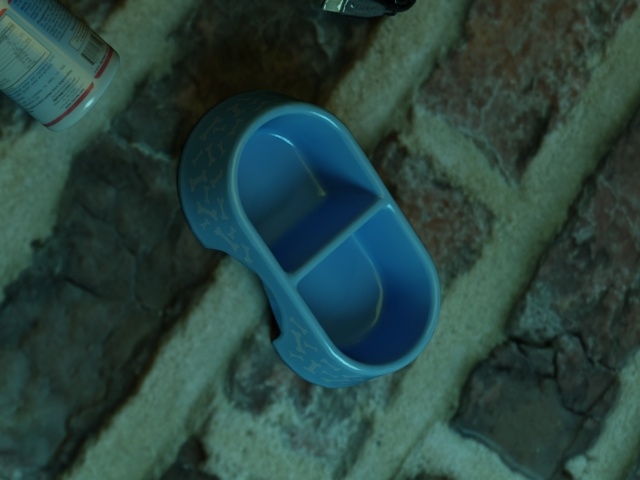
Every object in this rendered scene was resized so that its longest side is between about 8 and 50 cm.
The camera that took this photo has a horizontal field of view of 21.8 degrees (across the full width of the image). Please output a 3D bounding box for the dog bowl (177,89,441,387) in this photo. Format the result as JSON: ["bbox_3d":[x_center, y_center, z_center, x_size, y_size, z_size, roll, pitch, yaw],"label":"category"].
[{"bbox_3d":[0.000,0.000,1.485,0.166,0.074,0.297,-41,109,-23],"label":"dog bowl"}]

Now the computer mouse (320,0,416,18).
[{"bbox_3d":[-0.011,-0.297,1.494,0.262,0.060,0.184,9,81,-40],"label":"computer mouse"}]

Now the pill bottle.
[{"bbox_3d":[-0.247,-0.168,1.341,0.160,0.087,0.087,41,71,-22],"label":"pill bottle"}]
